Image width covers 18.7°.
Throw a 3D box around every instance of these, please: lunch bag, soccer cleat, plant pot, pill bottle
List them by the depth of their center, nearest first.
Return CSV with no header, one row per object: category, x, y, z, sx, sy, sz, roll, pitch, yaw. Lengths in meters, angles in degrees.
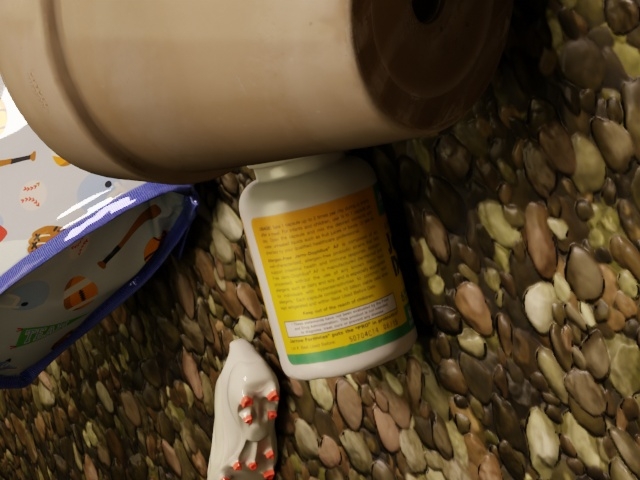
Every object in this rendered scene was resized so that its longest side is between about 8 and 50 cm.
plant pot,-0.029,-0.184,1.383,0.280,0.323,0.323,12,118,40
pill bottle,0.000,0.000,1.598,0.117,0.117,0.208,-1,106,60
soccer cleat,-0.076,0.180,1.904,0.196,0.068,0.076,102,153,-42
lunch bag,-0.306,-0.074,1.954,0.385,0.239,0.328,-42,66,32
